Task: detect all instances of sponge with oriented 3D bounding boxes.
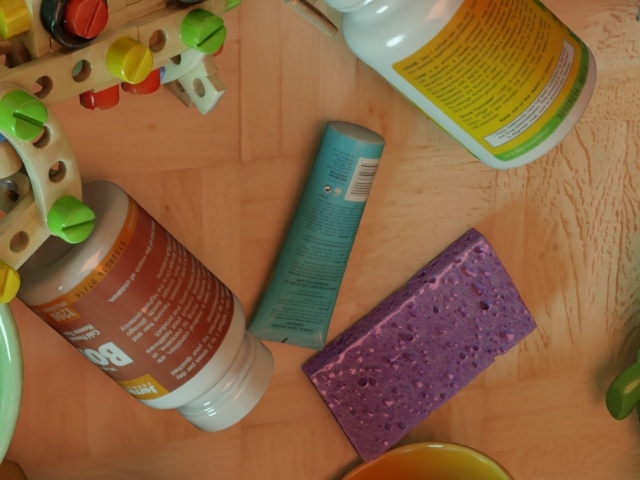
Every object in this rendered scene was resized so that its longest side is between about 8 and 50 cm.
[{"bbox_3d":[0.092,0.098,1.583,0.210,0.031,0.117,-38,119,-8],"label":"sponge"}]

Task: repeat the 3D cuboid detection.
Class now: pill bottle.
[{"bbox_3d":[0.105,-0.179,1.432,0.245,0.136,0.136,37,90,-30],"label":"pill bottle"},{"bbox_3d":[-0.140,0.061,1.409,0.121,0.121,0.216,-47,119,-4],"label":"pill bottle"}]

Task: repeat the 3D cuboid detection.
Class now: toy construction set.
[{"bbox_3d":[-0.160,-0.114,1.248,0.327,0.151,0.215,-41,140,-46],"label":"toy construction set"}]

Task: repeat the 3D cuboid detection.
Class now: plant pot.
[{"bbox_3d":[0.111,0.322,1.588,0.205,0.205,0.188,-35,134,-10],"label":"plant pot"}]

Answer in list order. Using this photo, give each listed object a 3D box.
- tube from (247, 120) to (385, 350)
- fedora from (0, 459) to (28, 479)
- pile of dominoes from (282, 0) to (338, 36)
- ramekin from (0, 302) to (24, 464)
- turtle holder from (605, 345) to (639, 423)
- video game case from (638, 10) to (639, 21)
[{"bbox_3d":[0.000,0.000,1.499,0.080,0.052,0.207,12,107,-23],"label":"tube"},{"bbox_3d":[-0.292,0.228,1.399,0.194,0.194,0.079,-17,78,-19],"label":"fedora"},{"bbox_3d":[-0.084,-0.257,1.251,0.040,0.196,0.251,-47,139,10],"label":"pile of dominoes"},{"bbox_3d":[-0.388,0.092,1.288,0.303,0.148,0.303,-8,111,-22],"label":"ramekin"},{"bbox_3d":[0.422,0.134,1.661,0.227,0.243,0.320,-28,78,-30],"label":"turtle holder"},{"bbox_3d":[0.384,-0.291,1.461,0.061,0.244,0.269,2,106,-25],"label":"video game case"}]
